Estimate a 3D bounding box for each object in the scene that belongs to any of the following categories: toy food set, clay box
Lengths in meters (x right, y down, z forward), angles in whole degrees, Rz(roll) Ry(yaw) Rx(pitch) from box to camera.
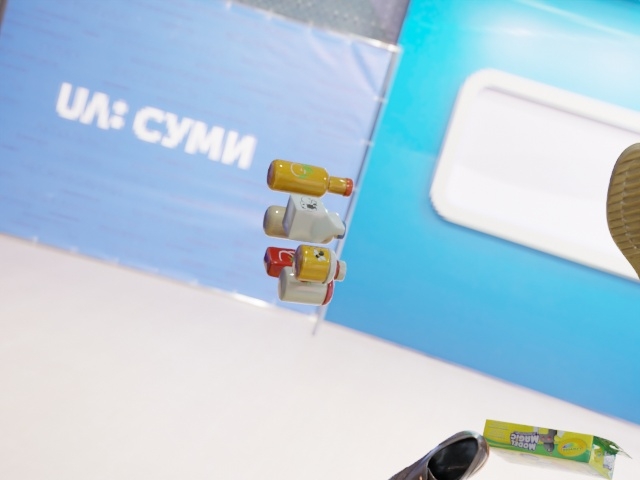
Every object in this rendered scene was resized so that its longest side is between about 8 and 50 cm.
[{"bbox_3d":[0.000,0.000,1.290,0.105,0.111,0.232,8,26,-18],"label":"toy food set"},{"bbox_3d":[0.396,0.352,1.864,0.222,0.053,0.127,4,-21,35],"label":"clay box"}]

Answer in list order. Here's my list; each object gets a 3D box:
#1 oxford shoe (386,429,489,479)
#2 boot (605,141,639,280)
[{"bbox_3d":[0.158,0.402,1.811,0.097,0.271,0.098,45,-3,17],"label":"oxford shoe"},{"bbox_3d":[0.405,-0.045,1.337,0.090,0.248,0.207,-6,31,25],"label":"boot"}]
